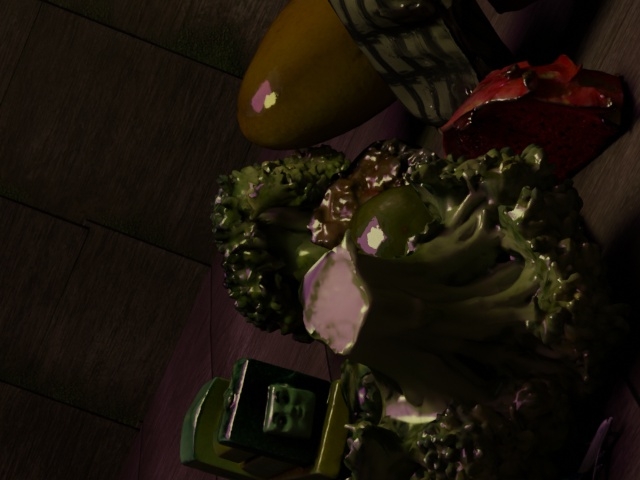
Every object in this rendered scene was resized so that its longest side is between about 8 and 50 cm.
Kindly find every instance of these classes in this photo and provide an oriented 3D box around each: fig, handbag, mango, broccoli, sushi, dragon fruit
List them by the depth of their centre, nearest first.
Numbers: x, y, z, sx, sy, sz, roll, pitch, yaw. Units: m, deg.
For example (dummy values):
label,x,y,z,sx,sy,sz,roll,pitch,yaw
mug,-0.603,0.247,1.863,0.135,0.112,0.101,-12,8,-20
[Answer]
label,x,y,z,sx,sy,sz,roll,pitch,yaw
broccoli,0.132,0.101,1.448,0.277,0.317,0.338,30,128,43
dragon fruit,0.227,-0.150,1.712,0.274,0.161,0.126,130,155,-62
fig,0.125,0.029,1.832,0.191,0.181,0.181,51,123,48
handbag,0.140,-0.267,1.926,0.162,0.325,0.327,-38,21,0
sushi,0.098,-0.016,2.040,0.200,0.204,0.213,-44,50,-5
broccoli,0.008,0.003,2.327,0.281,0.348,0.293,-11,97,41
mango,0.023,-0.296,2.435,0.301,0.220,0.445,4,36,46

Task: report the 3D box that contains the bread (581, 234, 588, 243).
label,x,y,z,sx,sy,sz,roll,pitch,yaw
bread,0.229,0.019,1.664,0.178,0.060,0.139,-102,35,-69

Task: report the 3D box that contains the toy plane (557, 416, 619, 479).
label,x,y,z,sx,sy,sz,roll,pitch,yaw
toy plane,0.247,0.195,1.384,0.084,0.024,0.078,-57,10,22

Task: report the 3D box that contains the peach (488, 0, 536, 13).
label,x,y,z,sx,sy,sz,roll,pitch,yaw
peach,0.261,-0.395,1.829,0.256,0.232,0.232,-63,13,5

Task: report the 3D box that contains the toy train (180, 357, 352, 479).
label,x,y,z,sx,sy,sz,roll,pitch,yaw
toy train,-0.030,0.253,1.963,0.397,0.253,0.160,142,145,-70
